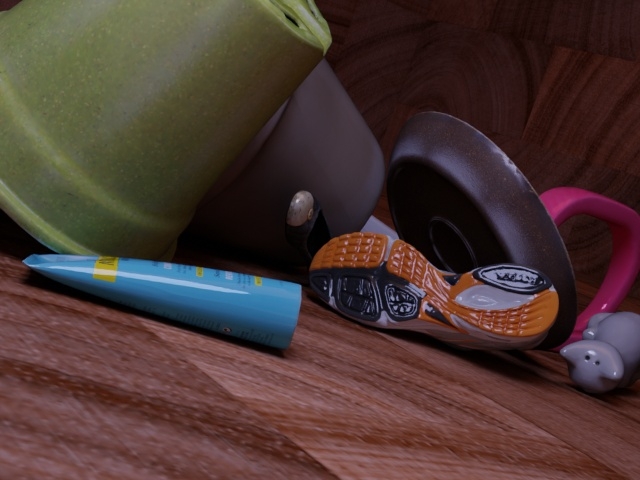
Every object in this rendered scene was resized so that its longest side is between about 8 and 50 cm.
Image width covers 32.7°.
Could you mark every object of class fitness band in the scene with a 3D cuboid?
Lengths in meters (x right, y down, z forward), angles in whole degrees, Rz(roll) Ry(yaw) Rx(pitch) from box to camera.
[{"bbox_3d":[0.328,0.040,1.409,0.054,0.209,0.291,26,10,41],"label":"fitness band"}]

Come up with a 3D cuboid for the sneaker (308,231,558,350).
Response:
[{"bbox_3d":[0.114,0.071,1.142,0.262,0.099,0.121,13,-22,17],"label":"sneaker"}]

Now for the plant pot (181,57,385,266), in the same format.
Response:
[{"bbox_3d":[-0.083,-0.115,1.265,0.280,0.323,0.323,35,-5,-38],"label":"plant pot"}]

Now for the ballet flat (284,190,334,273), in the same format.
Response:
[{"bbox_3d":[0.000,0.000,1.184,0.049,0.057,0.173,21,-22,26],"label":"ballet flat"}]

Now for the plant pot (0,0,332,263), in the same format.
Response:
[{"bbox_3d":[-0.140,-0.150,0.918,0.276,0.254,0.276,43,20,-20],"label":"plant pot"}]

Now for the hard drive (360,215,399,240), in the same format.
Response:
[{"bbox_3d":[0.013,-0.062,1.735,0.307,0.040,0.203,35,1,-19],"label":"hard drive"}]

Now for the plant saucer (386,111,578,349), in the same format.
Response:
[{"bbox_3d":[0.167,0.002,1.246,0.050,0.311,0.310,-30,28,-19],"label":"plant saucer"}]

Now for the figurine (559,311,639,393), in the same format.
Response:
[{"bbox_3d":[0.373,0.151,1.195,0.215,0.092,0.209,21,10,23],"label":"figurine"}]

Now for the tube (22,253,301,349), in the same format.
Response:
[{"bbox_3d":[-0.120,0.038,0.831,0.207,0.052,0.080,13,-4,-10],"label":"tube"}]
